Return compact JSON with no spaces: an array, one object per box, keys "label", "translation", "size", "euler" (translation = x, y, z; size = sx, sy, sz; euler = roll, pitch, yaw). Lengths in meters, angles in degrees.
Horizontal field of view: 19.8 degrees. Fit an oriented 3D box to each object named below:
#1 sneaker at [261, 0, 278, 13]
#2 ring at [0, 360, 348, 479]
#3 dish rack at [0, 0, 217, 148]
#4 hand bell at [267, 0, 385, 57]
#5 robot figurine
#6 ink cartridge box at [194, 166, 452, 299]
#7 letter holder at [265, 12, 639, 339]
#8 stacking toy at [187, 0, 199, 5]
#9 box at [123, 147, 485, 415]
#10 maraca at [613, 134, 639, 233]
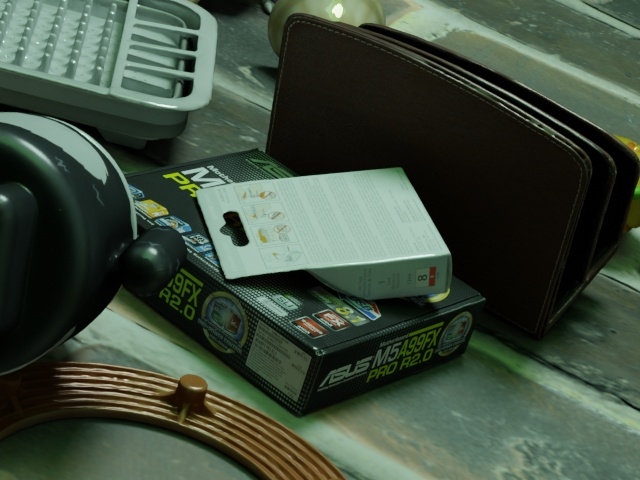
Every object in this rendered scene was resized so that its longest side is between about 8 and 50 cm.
[{"label":"sneaker","translation":[-0.014,-0.268,2.063],"size":[0.068,0.071,0.170],"euler":[-1,32,-34]},{"label":"ring","translation":[-0.114,0.168,1.188],"size":[0.336,0.032,0.336],"euler":[15,27,-8]},{"label":"dish rack","translation":[-0.269,-0.185,1.735],"size":[0.333,0.072,0.285],"euler":[14,27,-9]},{"label":"hand bell","translation":[0.019,-0.148,1.845],"size":[0.126,0.126,0.242],"euler":[10,39,-17]},{"label":"robot figurine","translation":[-0.221,-0.004,1.244],"size":[0.209,0.173,0.278],"euler":[49,8,0]},{"label":"ink cartridge box","translation":[0.000,0.000,1.466],"size":[0.179,0.045,0.145],"euler":[-8,32,-11]},{"label":"letter holder","translation":[0.119,-0.095,1.607],"size":[0.302,0.214,0.152],"euler":[28,45,20]},{"label":"stacking toy","translation":[-0.090,-0.350,2.048],"size":[0.166,0.175,0.302],"euler":[47,59,-19]},{"label":"box","translation":[-0.036,0.024,1.488],"size":[0.270,0.060,0.216],"euler":[35,31,30]},{"label":"maraca","translation":[0.264,-0.056,1.807],"size":[0.127,0.099,0.185],"euler":[-4,8,-33]}]
